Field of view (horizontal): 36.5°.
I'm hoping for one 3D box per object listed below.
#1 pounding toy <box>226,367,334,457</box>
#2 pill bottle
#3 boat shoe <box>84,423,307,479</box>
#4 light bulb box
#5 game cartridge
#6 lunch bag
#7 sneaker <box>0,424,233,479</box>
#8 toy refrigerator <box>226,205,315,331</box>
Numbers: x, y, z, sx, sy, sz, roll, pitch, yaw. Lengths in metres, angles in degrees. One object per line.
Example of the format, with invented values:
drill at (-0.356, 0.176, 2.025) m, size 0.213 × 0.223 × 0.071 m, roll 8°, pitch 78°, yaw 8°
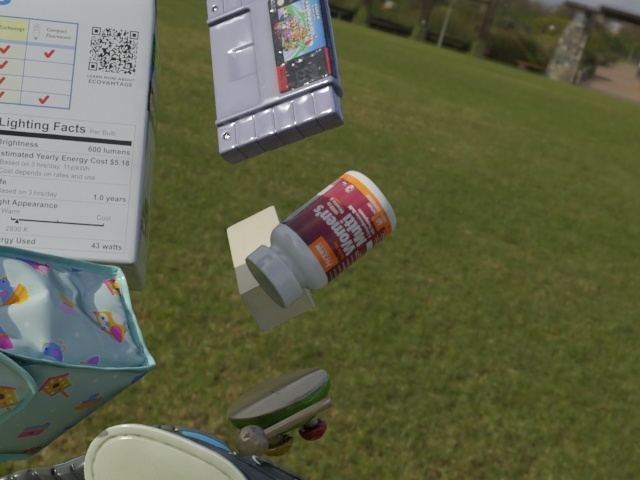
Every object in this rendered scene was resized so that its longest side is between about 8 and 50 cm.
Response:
pounding toy at (-0.051, 0.306, 1.604) m, size 0.183 × 0.110 × 0.237 m, roll -22°, pitch 9°, yaw -2°
pill bottle at (0.000, 0.000, 1.503) m, size 0.221 × 0.121 × 0.121 m, roll -38°, pitch 38°, yaw -14°
boat shoe at (-0.056, 0.266, 0.906) m, size 0.340 × 0.127 × 0.113 m, roll 23°, pitch 7°, yaw 4°
light bulb box at (-0.399, -0.134, 1.275) m, size 0.358 × 0.360 × 0.225 m, roll 4°, pitch -12°, yaw -7°
game cartridge at (-0.084, -0.324, 1.705) m, size 0.230 × 0.355 × 0.068 m, roll -20°, pitch -31°, yaw 21°
lunch bag at (-0.330, 0.118, 0.924) m, size 0.262 × 0.223 × 0.160 m, roll 12°, pitch 48°, yaw -57°
sneaker at (-0.278, 0.327, 1.304) m, size 0.341 × 0.125 × 0.139 m, roll -11°, pitch -14°, yaw 0°
toy refrigerator at (-0.090, 0.047, 1.708) m, size 0.102 × 0.094 × 0.269 m, roll -27°, pitch 26°, yaw 2°
